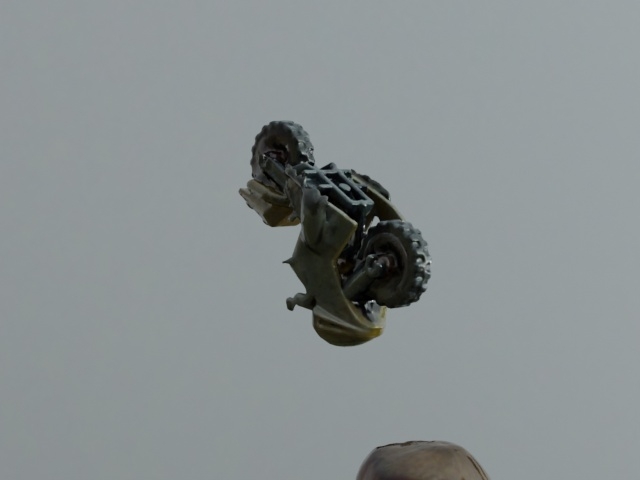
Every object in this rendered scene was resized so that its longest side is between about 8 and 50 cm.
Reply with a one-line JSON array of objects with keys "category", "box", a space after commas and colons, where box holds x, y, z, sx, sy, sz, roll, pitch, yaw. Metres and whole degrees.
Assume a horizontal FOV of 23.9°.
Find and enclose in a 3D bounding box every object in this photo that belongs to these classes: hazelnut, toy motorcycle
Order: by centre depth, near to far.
[{"category": "hazelnut", "box": [0.054, 0.145, 0.806, 0.086, 0.086, 0.086, 5, -27, 3]}, {"category": "toy motorcycle", "box": [0.000, 0.000, 1.260, 0.094, 0.229, 0.129, -7, -52, -39]}]
